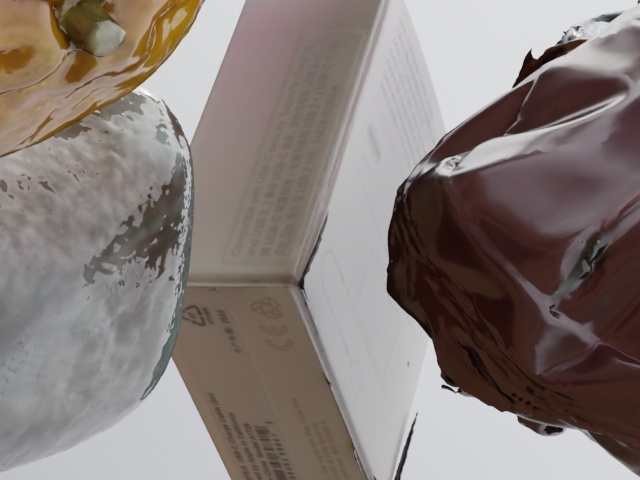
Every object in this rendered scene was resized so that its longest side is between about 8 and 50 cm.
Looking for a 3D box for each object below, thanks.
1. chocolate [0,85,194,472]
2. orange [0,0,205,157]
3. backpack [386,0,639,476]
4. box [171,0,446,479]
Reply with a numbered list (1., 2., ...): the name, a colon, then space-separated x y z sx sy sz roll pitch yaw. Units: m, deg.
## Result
1. chocolate: -0.175 0.038 0.878 0.100 0.303 0.185 26 -60 42
2. orange: -0.126 -0.116 0.601 0.219 0.219 0.193 117 -41 -56
3. backpack: 0.180 0.016 1.028 0.283 0.317 0.197 39 -50 22
4. box: 0.000 0.000 1.171 0.106 0.251 0.203 0 -42 22
